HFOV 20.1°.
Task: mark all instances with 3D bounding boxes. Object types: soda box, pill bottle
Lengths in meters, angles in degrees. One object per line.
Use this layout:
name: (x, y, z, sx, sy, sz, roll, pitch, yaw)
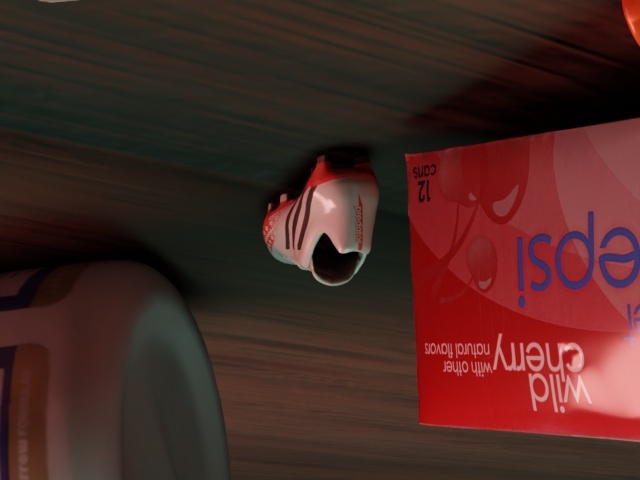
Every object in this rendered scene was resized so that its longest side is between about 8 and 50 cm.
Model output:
soda box: (0.125, 0.008, 0.441, 0.092, 0.083, 0.263, -2, 178, -28)
pill bottle: (-0.177, 0.095, 0.665, 0.264, 0.153, 0.153, -7, 163, 13)

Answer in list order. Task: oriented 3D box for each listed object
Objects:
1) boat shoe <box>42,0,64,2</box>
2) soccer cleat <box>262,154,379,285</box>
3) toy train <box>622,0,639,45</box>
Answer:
boat shoe: (-0.024, -0.087, 0.261, 0.066, 0.066, 0.183, -8, 173, -1)
soccer cleat: (0.000, 0.000, 0.584, 0.029, 0.036, 0.083, 1, 162, -16)
toy train: (0.143, -0.075, 0.359, 0.166, 0.046, 0.125, -4, 162, -10)
